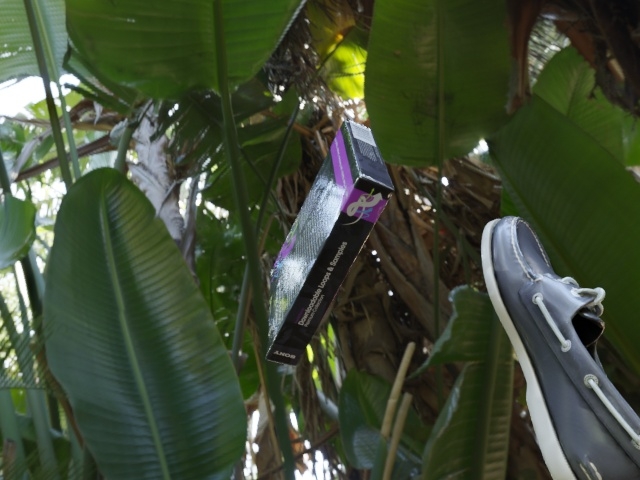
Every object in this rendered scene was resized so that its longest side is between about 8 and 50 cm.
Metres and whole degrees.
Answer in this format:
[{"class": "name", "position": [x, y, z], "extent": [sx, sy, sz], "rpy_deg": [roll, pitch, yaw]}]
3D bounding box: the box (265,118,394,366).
[{"class": "box", "position": [0.000, 0.000, 0.404], "extent": [0.029, 0.116, 0.162], "rpy_deg": [21, -62, -15]}]

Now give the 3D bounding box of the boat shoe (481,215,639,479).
[{"class": "boat shoe", "position": [0.162, 0.059, 0.338], "extent": [0.075, 0.206, 0.065], "rpy_deg": [26, -47, -32]}]
